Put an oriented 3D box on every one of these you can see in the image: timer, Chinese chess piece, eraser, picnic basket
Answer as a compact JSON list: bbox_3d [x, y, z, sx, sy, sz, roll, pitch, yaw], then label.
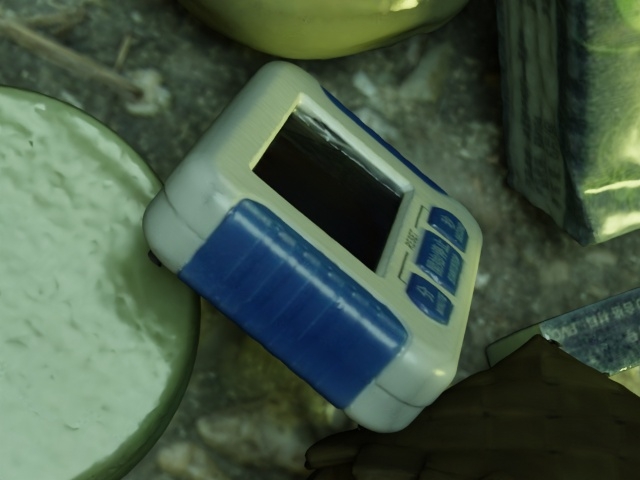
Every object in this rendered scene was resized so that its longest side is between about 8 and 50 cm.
[{"bbox_3d":[0.000,0.000,0.944,0.178,0.253,0.078,40,111,-4],"label":"timer"},{"bbox_3d":[-0.191,0.037,0.940,0.250,0.101,0.250,3,79,-15],"label":"Chinese chess piece"},{"bbox_3d":[0.214,0.048,1.062,0.212,0.092,0.046,-18,84,-20],"label":"eraser"},{"bbox_3d":[0.086,0.231,0.868,0.321,0.291,0.254,-28,126,-26],"label":"picnic basket"}]

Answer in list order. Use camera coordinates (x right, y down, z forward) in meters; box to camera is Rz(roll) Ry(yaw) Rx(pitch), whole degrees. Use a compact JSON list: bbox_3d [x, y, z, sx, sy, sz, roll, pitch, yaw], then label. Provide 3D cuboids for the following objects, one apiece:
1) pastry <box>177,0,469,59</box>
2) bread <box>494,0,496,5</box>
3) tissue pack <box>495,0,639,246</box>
[{"bbox_3d":[-0.005,-0.231,1.030,0.264,0.133,0.265,3,78,-16],"label":"pastry"},{"bbox_3d":[0.187,-0.175,1.130,0.153,0.028,0.068,6,77,-14],"label":"bread"},{"bbox_3d":[0.242,-0.221,0.994,0.288,0.124,0.394,-20,125,-20],"label":"tissue pack"}]
